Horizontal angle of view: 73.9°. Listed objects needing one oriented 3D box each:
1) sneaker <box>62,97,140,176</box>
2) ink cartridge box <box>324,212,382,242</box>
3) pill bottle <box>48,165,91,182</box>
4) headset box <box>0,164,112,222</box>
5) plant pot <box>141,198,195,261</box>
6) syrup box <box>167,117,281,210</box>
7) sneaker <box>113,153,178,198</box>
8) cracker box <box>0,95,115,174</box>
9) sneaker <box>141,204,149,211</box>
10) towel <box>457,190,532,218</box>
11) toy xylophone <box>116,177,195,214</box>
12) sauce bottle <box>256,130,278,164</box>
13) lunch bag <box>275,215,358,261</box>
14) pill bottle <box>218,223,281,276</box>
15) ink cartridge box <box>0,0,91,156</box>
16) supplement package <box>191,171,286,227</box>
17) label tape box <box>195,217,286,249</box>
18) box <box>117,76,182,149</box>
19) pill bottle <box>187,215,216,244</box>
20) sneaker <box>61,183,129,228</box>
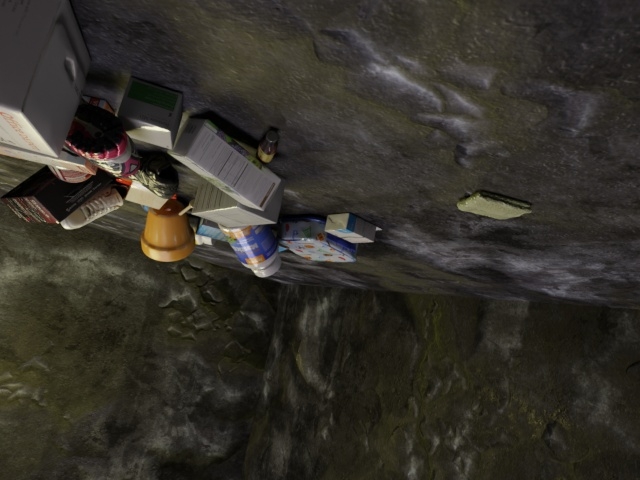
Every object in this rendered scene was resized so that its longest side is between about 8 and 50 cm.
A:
[{"bbox_3d":[-0.480,-0.220,0.827,0.299,0.121,0.112,37,163,17],"label":"sneaker"},{"bbox_3d":[0.117,-0.035,1.456,0.180,0.060,0.104,22,163,-40],"label":"ink cartridge box"},{"bbox_3d":[-0.672,-0.236,1.132,0.121,0.121,0.221,16,167,-21],"label":"pill bottle"},{"bbox_3d":[-0.822,-0.162,1.335,0.294,0.218,0.110,2,134,36],"label":"headset box"},{"bbox_3d":[-0.596,-0.054,1.661,0.206,0.205,0.187,12,129,-2],"label":"plant pot"},{"bbox_3d":[-0.211,-0.168,0.967,0.093,0.096,0.237,21,170,46],"label":"syrup box"},{"bbox_3d":[-0.502,-0.212,1.192,0.228,0.087,0.130,30,143,-16],"label":"sneaker"},{"bbox_3d":[-0.593,-0.248,0.924,0.233,0.155,0.067,13,168,-4],"label":"cracker box"},{"bbox_3d":[-0.658,-0.140,1.720,0.082,0.069,0.209,-19,157,0],"label":"sneaker"},{"bbox_3d":[0.425,-0.082,1.043,0.148,0.027,0.110,14,167,-11],"label":"towel"},{"bbox_3d":[-0.545,-0.165,1.427,0.237,0.081,0.323,20,165,-34],"label":"toy xylophone"},{"bbox_3d":[-0.117,-0.208,0.944,0.042,0.042,0.128,14,165,-12],"label":"sauce bottle"},{"bbox_3d":[0.000,0.000,1.612,0.243,0.114,0.304,-3,161,41],"label":"lunch bag"},{"bbox_3d":[-0.237,0.003,1.502,0.153,0.152,0.271,5,137,29],"label":"pill bottle"},{"bbox_3d":[-0.525,-0.278,0.628,0.271,0.196,0.198,15,168,-16],"label":"ink cartridge box"},{"bbox_3d":[-0.236,-0.124,1.207,0.244,0.133,0.139,-2,162,45],"label":"supplement package"},{"bbox_3d":[-0.312,-0.044,1.702,0.334,0.105,0.241,16,168,-20],"label":"label tape box"},{"bbox_3d":[-0.334,-0.249,0.843,0.101,0.087,0.102,15,167,-15],"label":"box"},{"bbox_3d":[-0.573,-0.047,1.895,0.209,0.119,0.119,12,168,1],"label":"pill bottle"},{"bbox_3d":[-0.783,-0.136,1.494,0.123,0.290,0.105,-5,120,16],"label":"sneaker"}]
